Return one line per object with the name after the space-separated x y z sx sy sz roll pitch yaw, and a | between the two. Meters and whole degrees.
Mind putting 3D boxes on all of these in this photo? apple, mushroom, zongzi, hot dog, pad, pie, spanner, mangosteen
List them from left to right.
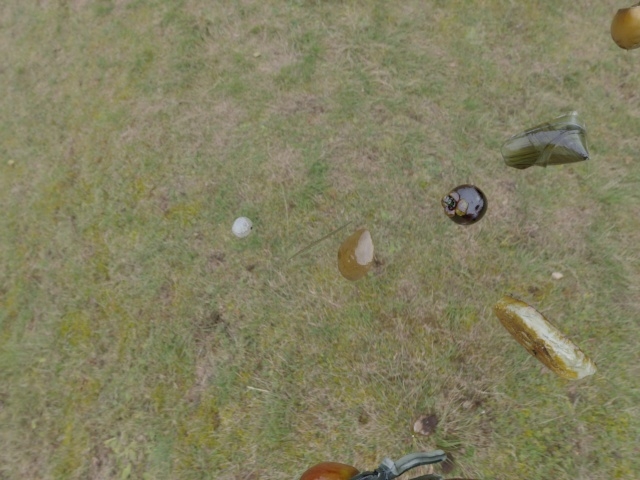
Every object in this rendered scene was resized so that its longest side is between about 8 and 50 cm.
-0.316 -0.056 1.876 0.085 0.085 0.079 -42 25 -7 | mushroom
0.000 0.000 1.837 0.267 0.181 0.004 -29 87 -27 | pad
0.046 0.737 1.320 0.230 0.230 0.229 -4 67 10 | apple
0.183 0.559 1.109 0.040 0.325 0.095 6 88 55 | spanner
0.406 -0.104 1.345 0.140 0.140 0.140 -4 67 10 | mangosteen
0.601 0.263 1.289 0.092 0.315 0.315 -46 66 1 | pie
0.594 -0.229 1.245 0.221 0.112 0.242 -21 26 35 | zongzi
0.413 -0.280 0.583 0.090 0.140 0.060 -16 94 42 | hot dog

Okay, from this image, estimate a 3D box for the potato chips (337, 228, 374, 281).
0.109 0.052 1.554 0.049 0.201 0.150 2 62 -30 | potato chips

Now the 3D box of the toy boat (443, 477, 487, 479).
0.370 0.661 1.176 0.392 0.079 0.136 -5 43 -5 | toy boat
